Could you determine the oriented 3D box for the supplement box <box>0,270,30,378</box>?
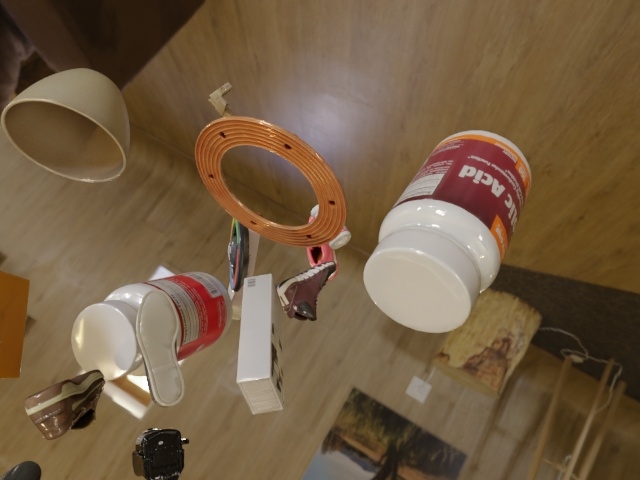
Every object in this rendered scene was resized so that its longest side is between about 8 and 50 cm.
[{"bbox_3d":[-0.666,0.156,0.869,0.194,0.191,0.129,-4,164,1],"label":"supplement box"}]

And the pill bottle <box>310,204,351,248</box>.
[{"bbox_3d":[0.033,-0.054,1.719,0.160,0.087,0.087,56,173,25],"label":"pill bottle"}]

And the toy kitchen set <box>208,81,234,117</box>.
[{"bbox_3d":[-0.268,-0.411,1.402,0.083,0.075,0.068,47,158,-4],"label":"toy kitchen set"}]

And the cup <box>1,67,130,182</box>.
[{"bbox_3d":[-0.711,-0.366,1.429,0.332,0.236,0.331,4,147,3],"label":"cup"}]

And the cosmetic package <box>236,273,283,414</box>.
[{"bbox_3d":[-0.103,0.178,0.871,0.061,0.239,0.098,-9,129,2],"label":"cosmetic package"}]

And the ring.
[{"bbox_3d":[-0.098,-0.110,0.964,0.337,0.032,0.336,20,146,15],"label":"ring"}]

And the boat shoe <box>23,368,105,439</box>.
[{"bbox_3d":[-0.455,0.306,0.886,0.095,0.095,0.257,63,172,4],"label":"boat shoe"}]

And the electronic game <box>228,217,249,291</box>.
[{"bbox_3d":[-0.237,0.031,1.363,0.048,0.229,0.229,3,170,-17],"label":"electronic game"}]

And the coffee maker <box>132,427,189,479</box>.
[{"bbox_3d":[-0.437,0.588,1.275,0.120,0.171,0.178,23,151,-19],"label":"coffee maker"}]

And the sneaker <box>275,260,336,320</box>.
[{"bbox_3d":[-0.029,0.181,1.607,0.106,0.282,0.162,-30,84,49],"label":"sneaker"}]

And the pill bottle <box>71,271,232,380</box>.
[{"bbox_3d":[-0.417,0.213,1.247,0.229,0.228,0.408,28,-169,14],"label":"pill bottle"}]

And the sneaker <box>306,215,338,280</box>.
[{"bbox_3d":[0.001,0.000,1.903,0.116,0.313,0.136,-19,147,17],"label":"sneaker"}]

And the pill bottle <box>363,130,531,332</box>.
[{"bbox_3d":[0.249,-0.028,0.921,0.224,0.392,0.224,21,137,21],"label":"pill bottle"}]

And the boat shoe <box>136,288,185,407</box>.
[{"bbox_3d":[-0.290,0.192,0.858,0.075,0.205,0.065,-4,162,-34],"label":"boat shoe"}]

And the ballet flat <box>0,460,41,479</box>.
[{"bbox_3d":[-0.748,0.629,1.073,0.095,0.280,0.096,38,155,0],"label":"ballet flat"}]

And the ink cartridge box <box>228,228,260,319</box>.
[{"bbox_3d":[-0.255,0.091,1.623,0.066,0.296,0.261,13,153,-14],"label":"ink cartridge box"}]
